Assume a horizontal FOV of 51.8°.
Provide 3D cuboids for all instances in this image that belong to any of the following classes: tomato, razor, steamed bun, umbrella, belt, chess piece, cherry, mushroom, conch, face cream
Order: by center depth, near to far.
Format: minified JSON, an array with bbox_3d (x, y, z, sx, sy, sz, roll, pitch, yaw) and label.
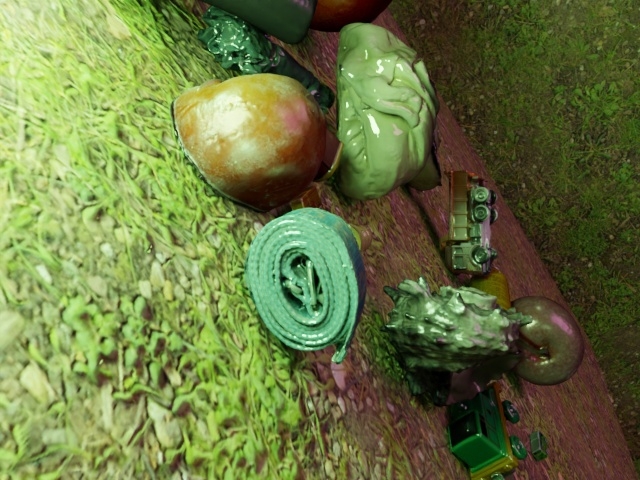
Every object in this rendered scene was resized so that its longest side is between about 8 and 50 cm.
[{"bbox_3d":[-0.015,0.045,0.794,0.082,0.148,0.163,-31,136,-71],"label":"belt"},{"bbox_3d":[-0.074,-0.147,0.892,0.214,0.155,0.180,8,60,-65],"label":"tomato"},{"bbox_3d":[-0.161,-0.398,0.911,0.349,0.113,0.204,12,41,-34],"label":"razor"},{"bbox_3d":[0.230,0.152,1.080,0.313,0.241,0.186,54,36,-42],"label":"conch"},{"bbox_3d":[0.052,0.002,1.105,0.066,0.066,0.122,63,16,5],"label":"chess piece"},{"bbox_3d":[-0.074,-0.281,1.121,0.143,0.094,0.349,62,20,16],"label":"umbrella"},{"bbox_3d":[0.128,-0.246,1.266,0.275,0.206,0.320,-94,-173,-67],"label":"steamed bun"},{"bbox_3d":[0.435,0.158,1.692,0.105,0.105,0.348,55,22,-14],"label":"face cream"},{"bbox_3d":[0.573,0.260,1.726,0.285,0.213,0.236,-20,104,-80],"label":"cherry"},{"bbox_3d":[0.263,-0.247,1.795,0.344,0.130,0.247,-75,157,-56],"label":"mushroom"}]

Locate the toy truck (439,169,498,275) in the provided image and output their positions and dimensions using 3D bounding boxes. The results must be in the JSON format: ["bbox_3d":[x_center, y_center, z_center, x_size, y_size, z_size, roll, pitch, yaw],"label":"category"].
[{"bbox_3d":[0.381,-0.044,1.703,0.114,0.135,0.270,3,86,-61],"label":"toy truck"}]

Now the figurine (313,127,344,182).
[{"bbox_3d":[-0.036,-0.154,1.095,0.154,0.082,0.098,37,52,-46],"label":"figurine"}]

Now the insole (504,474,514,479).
[{"bbox_3d":[0.358,0.413,1.346,0.109,0.007,0.322,35,33,-47],"label":"insole"}]

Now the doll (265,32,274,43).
[{"bbox_3d":[-0.125,-0.406,1.222,0.115,0.050,0.190,66,20,-6],"label":"doll"}]

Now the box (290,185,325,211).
[{"bbox_3d":[0.000,0.000,0.999,0.089,0.022,0.156,-58,129,-67],"label":"box"}]

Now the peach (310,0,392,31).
[{"bbox_3d":[0.040,-0.636,1.487,0.406,0.335,0.310,-94,168,-57],"label":"peach"}]

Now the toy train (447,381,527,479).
[{"bbox_3d":[0.288,0.334,1.180,0.136,0.091,0.227,39,29,-23],"label":"toy train"}]

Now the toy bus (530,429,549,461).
[{"bbox_3d":[0.524,0.492,1.581,0.037,0.031,0.083,48,23,-6],"label":"toy bus"}]
